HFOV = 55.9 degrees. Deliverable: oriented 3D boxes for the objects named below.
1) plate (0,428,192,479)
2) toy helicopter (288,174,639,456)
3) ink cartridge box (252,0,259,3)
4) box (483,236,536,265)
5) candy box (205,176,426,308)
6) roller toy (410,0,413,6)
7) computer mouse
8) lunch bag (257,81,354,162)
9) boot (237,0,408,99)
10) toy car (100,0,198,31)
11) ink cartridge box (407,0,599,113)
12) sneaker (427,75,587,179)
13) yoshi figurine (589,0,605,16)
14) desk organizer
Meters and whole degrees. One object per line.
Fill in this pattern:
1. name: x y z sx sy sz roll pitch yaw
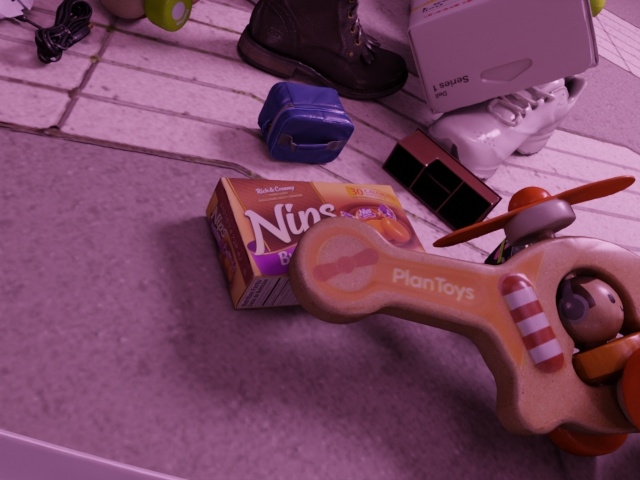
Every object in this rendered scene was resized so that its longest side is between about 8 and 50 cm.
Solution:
1. plate: -0.127 0.235 0.261 0.278 0.045 0.277 20 43 -13
2. toy helicopter: 0.150 0.037 0.502 0.355 0.140 0.234 13 67 -12
3. ink cartridge box: -0.075 -0.447 0.901 0.160 0.092 0.219 34 42 2
4. box: 0.202 0.040 0.626 0.052 0.062 0.083 30 42 -1
5. candy box: 0.000 0.000 0.553 0.187 0.053 0.109 1 51 -32
6. roller toy: 0.265 -0.424 1.040 0.209 0.146 0.191 -14 58 -38
7. computer mouse: -0.330 -0.250 0.603 0.193 0.042 0.106 25 43 -8
8. lunch bag: -0.018 -0.123 0.647 0.099 0.067 0.065 -2 52 -31
9. boot: 0.037 -0.294 0.720 0.263 0.229 0.091 4 49 -27
10. toy car: -0.175 -0.339 0.719 0.155 0.148 0.188 32 30 15
11. ink cartridge box: 0.231 -0.292 0.811 0.278 0.202 0.117 -72 144 -57
12. sneaker: 0.251 -0.173 0.808 0.297 0.129 0.111 -28 71 -42
13. yoshi figurine: 0.399 -0.471 1.186 0.203 0.204 0.362 53 8 -40
14. desk organizer: 0.140 -0.068 0.704 0.130 0.047 0.050 43 45 13
